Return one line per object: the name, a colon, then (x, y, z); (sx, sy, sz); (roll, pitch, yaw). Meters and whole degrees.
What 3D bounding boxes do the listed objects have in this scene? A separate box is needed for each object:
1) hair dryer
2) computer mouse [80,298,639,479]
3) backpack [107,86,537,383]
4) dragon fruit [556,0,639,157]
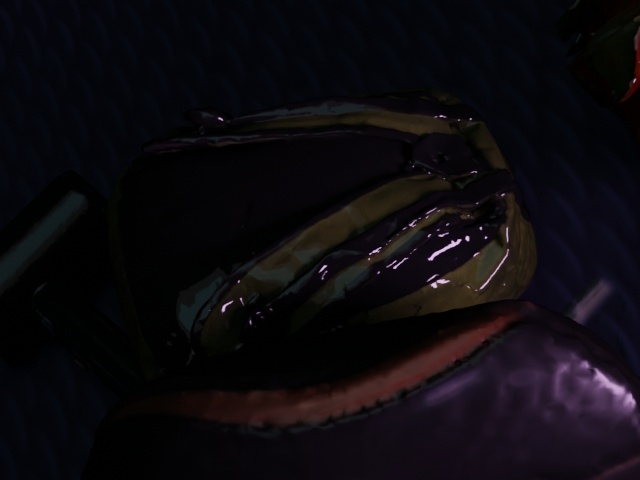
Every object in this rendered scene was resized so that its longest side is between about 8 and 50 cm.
hair dryer: (-0.128, 0.059, 1.093); (0.255, 0.070, 0.128); (35, 76, 33)
computer mouse: (0.023, 0.133, 0.871); (0.323, 0.183, 0.116); (-14, 28, 19)
backpack: (0.000, 0.000, 1.005); (0.253, 0.140, 0.207); (-21, 50, -1)
dragon fruit: (0.208, -0.132, 0.958); (0.200, 0.198, 0.269); (-35, 64, -29)
